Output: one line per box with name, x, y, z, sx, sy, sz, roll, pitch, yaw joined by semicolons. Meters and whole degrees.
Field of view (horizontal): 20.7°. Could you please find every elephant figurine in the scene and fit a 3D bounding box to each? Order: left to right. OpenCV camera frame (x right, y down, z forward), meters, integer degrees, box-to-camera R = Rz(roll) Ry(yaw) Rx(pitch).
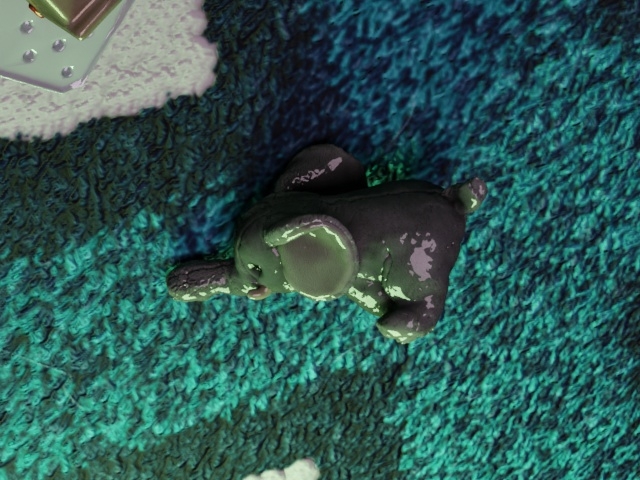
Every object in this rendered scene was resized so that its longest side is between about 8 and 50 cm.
elephant figurine;0.000;0.000;1.619;0.239;0.169;0.186;17;88;-11

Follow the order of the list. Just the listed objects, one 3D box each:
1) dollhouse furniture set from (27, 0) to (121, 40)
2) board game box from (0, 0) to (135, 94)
dollhouse furniture set;-0.150;-0.289;1.307;0.259;0.135;0.262;-48;141;-5
board game box;-0.253;-0.320;1.311;0.390;0.050;0.390;14;118;-44
